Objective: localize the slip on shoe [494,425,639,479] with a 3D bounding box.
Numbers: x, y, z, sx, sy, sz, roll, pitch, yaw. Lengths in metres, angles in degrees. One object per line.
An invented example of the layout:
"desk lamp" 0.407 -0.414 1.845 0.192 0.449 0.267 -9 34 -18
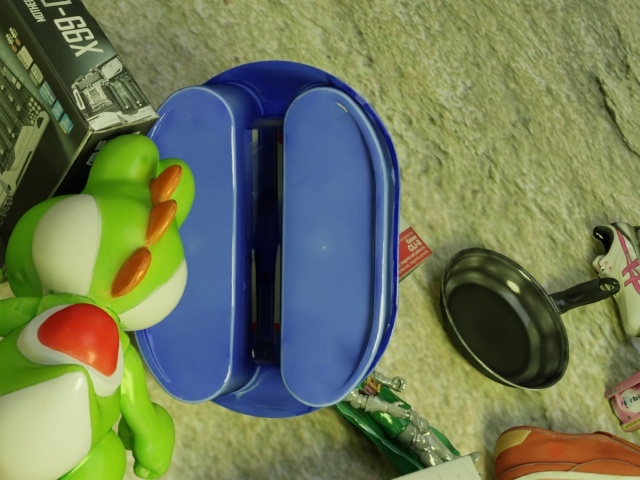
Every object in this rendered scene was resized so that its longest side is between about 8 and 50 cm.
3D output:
"slip on shoe" 0.337 0.267 1.209 0.331 0.123 0.101 10 48 -26

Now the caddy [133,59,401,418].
"caddy" -0.046 0.002 0.980 0.241 0.179 0.341 2 93 3

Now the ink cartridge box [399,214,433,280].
"ink cartridge box" 0.000 0.000 1.140 0.176 0.128 0.127 51 42 6

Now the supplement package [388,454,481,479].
"supplement package" 0.039 0.297 0.930 0.244 0.139 0.134 -6 63 -42

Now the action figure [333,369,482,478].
"action figure" 0.065 0.174 1.090 0.232 0.063 0.137 39 15 -6

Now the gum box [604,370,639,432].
"gum box" 0.466 0.187 1.372 0.188 0.107 0.062 -5 61 -40

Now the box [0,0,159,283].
"box" -0.296 -0.152 0.947 0.076 0.242 0.307 -21 73 -45

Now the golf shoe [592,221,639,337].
"golf shoe" 0.422 0.055 1.483 0.085 0.067 0.186 6 51 2

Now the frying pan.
"frying pan" 0.252 0.071 1.339 0.197 0.053 0.326 47 40 2

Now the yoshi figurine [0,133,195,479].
"yoshi figurine" -0.201 0.088 0.789 0.203 0.204 0.362 6 54 20
